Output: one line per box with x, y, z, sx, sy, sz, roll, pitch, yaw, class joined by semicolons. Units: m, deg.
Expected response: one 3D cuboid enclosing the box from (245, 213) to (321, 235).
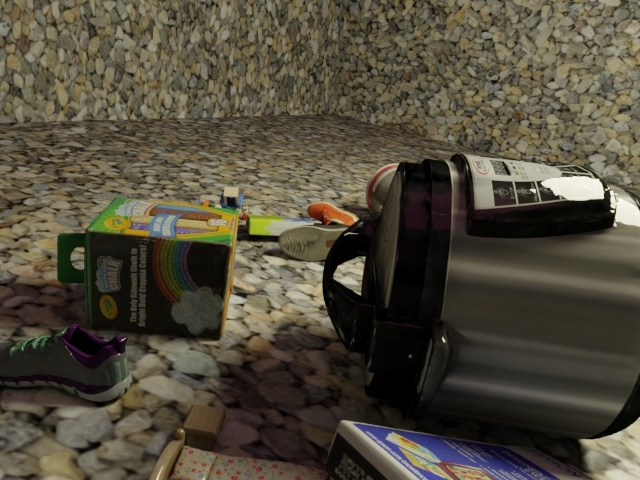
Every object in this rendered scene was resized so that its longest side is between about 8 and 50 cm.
-0.096;-0.038;1.417;0.178;0.042;0.109;3;8;-13;box

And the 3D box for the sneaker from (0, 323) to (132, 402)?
-0.364;0.147;0.762;0.223;0.098;0.083;9;20;2;sneaker

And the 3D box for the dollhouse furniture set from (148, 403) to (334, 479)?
-0.021;0.242;0.527;0.303;0.174;0.355;8;20;0;dollhouse furniture set

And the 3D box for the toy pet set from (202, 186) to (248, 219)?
-0.256;-0.087;1.528;0.122;0.065;0.114;3;55;-4;toy pet set

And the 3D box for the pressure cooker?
0.211;0.075;0.799;0.420;0.376;0.370;9;-19;3;pressure cooker

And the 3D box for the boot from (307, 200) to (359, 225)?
0.020;-0.062;1.537;0.157;0.059;0.084;19;28;26;boot

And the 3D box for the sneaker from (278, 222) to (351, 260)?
0.000;0.000;1.355;0.222;0.083;0.118;0;7;-15;sneaker

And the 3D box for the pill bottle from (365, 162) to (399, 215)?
0.254;-0.089;1.520;0.176;0.176;0.318;1;21;-17;pill bottle

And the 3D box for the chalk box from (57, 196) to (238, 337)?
-0.297;0.039;0.964;0.288;0.180;0.179;7;20;-6;chalk box

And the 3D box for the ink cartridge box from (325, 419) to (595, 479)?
0.204;0.268;0.505;0.307;0.072;0.303;20;-2;-28;ink cartridge box
